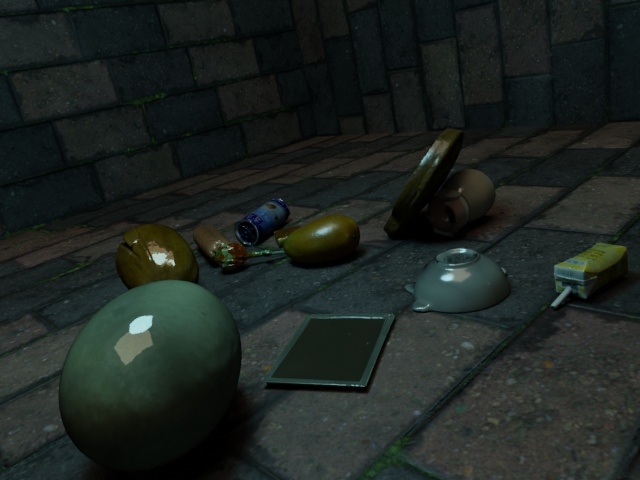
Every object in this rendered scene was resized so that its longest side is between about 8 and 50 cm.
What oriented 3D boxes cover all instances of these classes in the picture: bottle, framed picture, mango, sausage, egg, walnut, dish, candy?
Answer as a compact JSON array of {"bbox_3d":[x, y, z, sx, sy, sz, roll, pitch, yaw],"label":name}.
[{"bbox_3d":[0.385,-0.102,1.507,0.148,0.147,0.237,4,26,39],"label":"bottle"},{"bbox_3d":[0.024,0.206,1.023,0.197,0.014,0.252,-4,20,21],"label":"framed picture"},{"bbox_3d":[0.002,0.001,1.479,0.221,0.120,0.151,-17,15,4],"label":"mango"},{"bbox_3d":[-0.348,0.007,1.714,0.086,0.086,0.289,-18,18,-19],"label":"sausage"},{"bbox_3d":[-0.256,0.199,0.838,0.259,0.258,0.352,-7,21,12],"label":"egg"},{"bbox_3d":[-0.422,0.076,1.399,0.209,0.208,0.336,-19,33,-21],"label":"walnut"},{"bbox_3d":[0.288,0.069,1.155,0.228,0.086,0.236,5,24,40],"label":"dish"},{"bbox_3d":[-0.162,0.042,1.561,0.288,0.084,0.078,-4,20,-10],"label":"candy"}]

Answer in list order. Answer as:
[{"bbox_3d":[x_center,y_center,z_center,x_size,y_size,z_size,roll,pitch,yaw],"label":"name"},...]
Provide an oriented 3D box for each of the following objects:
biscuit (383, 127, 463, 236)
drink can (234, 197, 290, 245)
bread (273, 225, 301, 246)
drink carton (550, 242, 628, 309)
[{"bbox_3d":[0.303,-0.154,1.532,0.070,0.350,0.394,34,9,10],"label":"biscuit"},{"bbox_3d":[-0.196,-0.067,1.827,0.097,0.097,0.235,-2,20,26],"label":"drink can"},{"bbox_3d":[-0.098,-0.014,1.705,0.095,0.035,0.090,-15,19,-11],"label":"bread"},{"bbox_3d":[0.517,0.067,1.050,0.200,0.074,0.084,-20,20,-28],"label":"drink carton"}]
